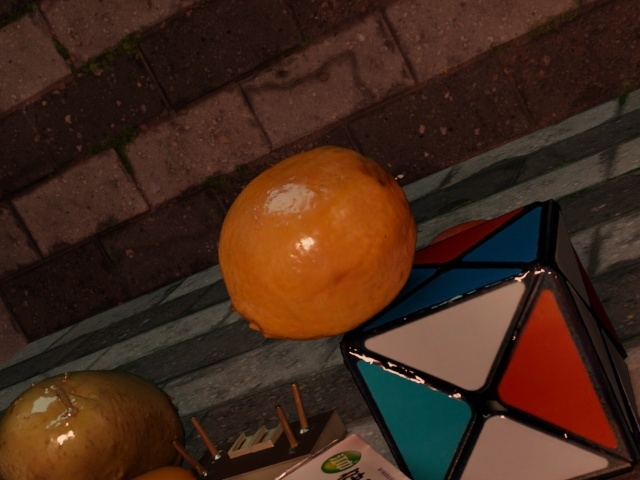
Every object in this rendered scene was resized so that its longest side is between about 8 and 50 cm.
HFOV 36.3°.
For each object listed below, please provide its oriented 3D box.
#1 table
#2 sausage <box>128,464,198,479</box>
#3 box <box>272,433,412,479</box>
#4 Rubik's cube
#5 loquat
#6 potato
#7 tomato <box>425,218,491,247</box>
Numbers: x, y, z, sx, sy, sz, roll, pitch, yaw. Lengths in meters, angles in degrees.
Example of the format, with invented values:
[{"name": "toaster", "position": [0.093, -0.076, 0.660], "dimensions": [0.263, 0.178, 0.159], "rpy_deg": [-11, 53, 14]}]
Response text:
[{"name": "table", "position": [-0.102, 0.294, 1.410], "dimensions": [0.240, 0.111, 0.121], "rpy_deg": [-23, 12, 24]}, {"name": "sausage", "position": [-0.299, 0.401, 1.227], "dimensions": [0.354, 0.134, 0.116], "rpy_deg": [-23, -13, -37]}, {"name": "box", "position": [0.040, 0.314, 0.899], "dimensions": [0.173, 0.145, 0.333], "rpy_deg": [-32, 11, -11]}, {"name": "Rubik's cube", "position": [0.197, 0.130, 1.096], "dimensions": [0.246, 0.250, 0.248], "rpy_deg": [-23, 10, 20]}, {"name": "loquat", "position": [0.000, 0.000, 1.023], "dimensions": [0.234, 0.187, 0.176], "rpy_deg": [-40, 6, -12]}, {"name": "potato", "position": [-0.346, 0.309, 1.414], "dimensions": [0.270, 0.219, 0.359], "rpy_deg": [-47, -20, -3]}, {"name": "tomato", "position": [0.229, 0.073, 1.369], "dimensions": [0.208, 0.208, 0.184], "rpy_deg": [-27, -8, 3]}]
